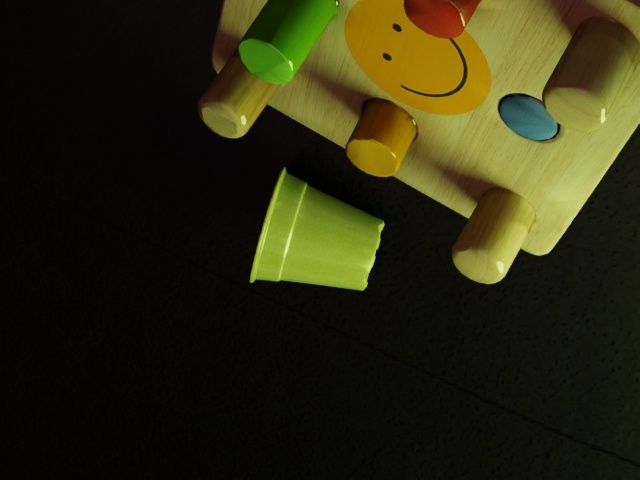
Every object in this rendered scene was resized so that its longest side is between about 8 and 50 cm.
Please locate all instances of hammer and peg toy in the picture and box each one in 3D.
[{"bbox_3d":[0.077,-0.133,0.867,0.266,0.127,0.361,30,151,4],"label":"hammer and peg toy"}]

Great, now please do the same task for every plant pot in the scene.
[{"bbox_3d":[0.000,0.000,1.089,0.079,0.083,0.083,16,122,2],"label":"plant pot"}]
